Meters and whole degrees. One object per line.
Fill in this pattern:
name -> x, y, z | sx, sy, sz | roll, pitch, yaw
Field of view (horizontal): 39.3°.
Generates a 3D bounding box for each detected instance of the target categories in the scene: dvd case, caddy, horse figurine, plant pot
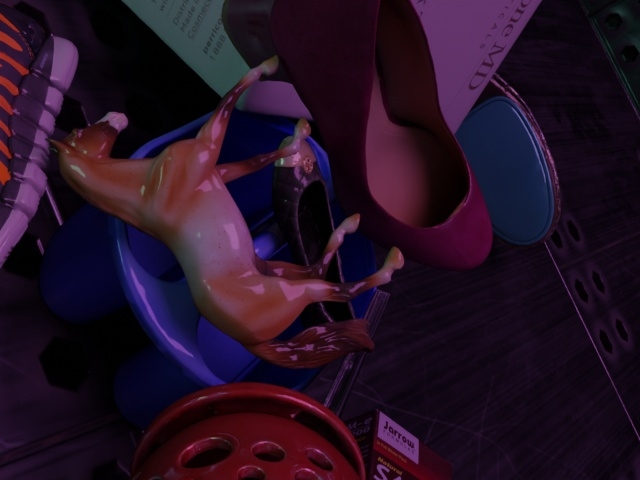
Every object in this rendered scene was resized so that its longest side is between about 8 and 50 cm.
dvd case -> 0.002, 0.170, 0.780 | 0.018, 0.221, 0.164 | 23, 38, 6
caddy -> -0.076, 0.013, 0.802 | 0.241, 0.179, 0.341 | 58, 34, -7
horse figurine -> -0.055, -0.006, 0.650 | 0.174, 0.066, 0.263 | -33, 95, -15
plant pot -> -0.049, 0.198, 0.587 | 0.191, 0.191, 0.174 | 45, 20, -23

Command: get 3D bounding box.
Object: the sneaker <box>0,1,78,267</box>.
sneaker -> -0.298, -0.086, 0.657 | 0.180, 0.125, 0.321 | 32, 33, -30

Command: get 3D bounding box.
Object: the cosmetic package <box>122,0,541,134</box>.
cosmetic package -> 0.019, -0.341, 0.956 | 0.327, 0.329, 0.394 | 44, 26, 28

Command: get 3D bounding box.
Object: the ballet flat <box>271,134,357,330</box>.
ballet flat -> 0.000, 0.000, 0.715 | 0.057, 0.049, 0.173 | -22, 104, -45

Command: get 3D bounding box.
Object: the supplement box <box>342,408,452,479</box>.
supplement box -> 0.060, 0.301, 0.863 | 0.130, 0.073, 0.239 | 40, 39, -28

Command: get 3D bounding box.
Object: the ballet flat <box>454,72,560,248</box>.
ballet flat -> 0.213, -0.213, 1.383 | 0.482, 0.164, 0.182 | 54, 14, -8

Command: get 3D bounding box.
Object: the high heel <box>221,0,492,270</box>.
high heel -> 0.081, -0.075, 0.747 | 0.377, 0.181, 0.127 | 40, 76, -36
